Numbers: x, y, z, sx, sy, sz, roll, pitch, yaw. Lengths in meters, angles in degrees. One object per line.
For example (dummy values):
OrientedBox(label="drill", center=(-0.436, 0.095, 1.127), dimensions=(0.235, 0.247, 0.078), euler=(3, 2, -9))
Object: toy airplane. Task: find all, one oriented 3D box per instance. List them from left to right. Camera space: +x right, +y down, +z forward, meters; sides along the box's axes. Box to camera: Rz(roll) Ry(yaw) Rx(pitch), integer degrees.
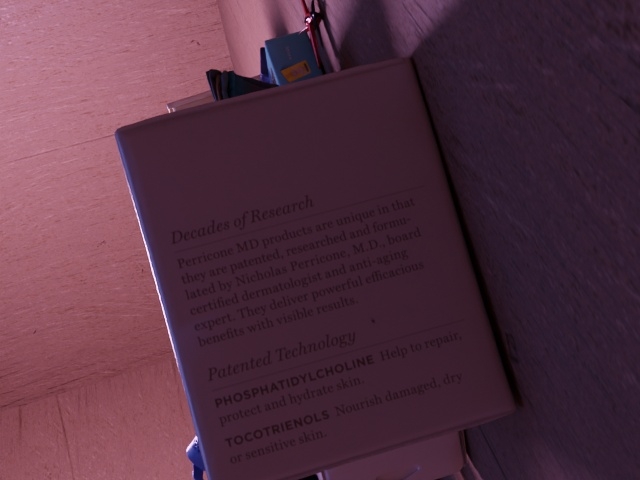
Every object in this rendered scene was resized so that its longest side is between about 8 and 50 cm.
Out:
OrientedBox(label="toy airplane", center=(-0.014, -0.330, 1.572), dimensions=(0.151, 0.028, 0.151), euler=(165, 90, -84))

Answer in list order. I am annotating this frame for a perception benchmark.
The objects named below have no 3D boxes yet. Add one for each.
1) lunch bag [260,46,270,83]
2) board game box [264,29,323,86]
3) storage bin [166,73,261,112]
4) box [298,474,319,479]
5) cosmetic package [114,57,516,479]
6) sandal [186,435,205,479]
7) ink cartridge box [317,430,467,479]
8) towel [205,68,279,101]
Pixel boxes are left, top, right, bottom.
OrientedBox(label="lunch bag", center=(-0.087, -0.347, 2.049), dimensions=(0.098, 0.065, 0.067), euler=(130, 139, -84))
OrientedBox(label="board game box", center=(-0.003, -0.145, 1.747), dimensions=(0.254, 0.079, 0.336), euler=(86, 166, -66))
OrientedBox(label="storage bin", center=(-0.190, -0.278, 2.247), dimensions=(0.260, 0.262, 0.123), euler=(-142, 33, -80))
OrientedBox(label="box", center=(0.042, 0.480, 2.017), dimensions=(0.472, 0.297, 0.480), euler=(83, 170, -49))
OrientedBox(label="cosmetic package", center=(-0.016, 0.047, 1.199), dimensions=(0.329, 0.327, 0.393), euler=(122, 132, -83))
OrientedBox(label="sandal", center=(-0.197, 0.403, 2.004), dimensions=(0.317, 0.138, 0.126), euler=(82, 172, -48))
OrientedBox(label="ink cartridge box", center=(0.069, 0.232, 1.504), dimensions=(0.283, 0.207, 0.117), euler=(-118, 14, -61))
OrientedBox(label="towel", center=(-0.051, -0.065, 1.501), dimensions=(0.271, 0.040, 0.370), euler=(-10, -99, -76))
